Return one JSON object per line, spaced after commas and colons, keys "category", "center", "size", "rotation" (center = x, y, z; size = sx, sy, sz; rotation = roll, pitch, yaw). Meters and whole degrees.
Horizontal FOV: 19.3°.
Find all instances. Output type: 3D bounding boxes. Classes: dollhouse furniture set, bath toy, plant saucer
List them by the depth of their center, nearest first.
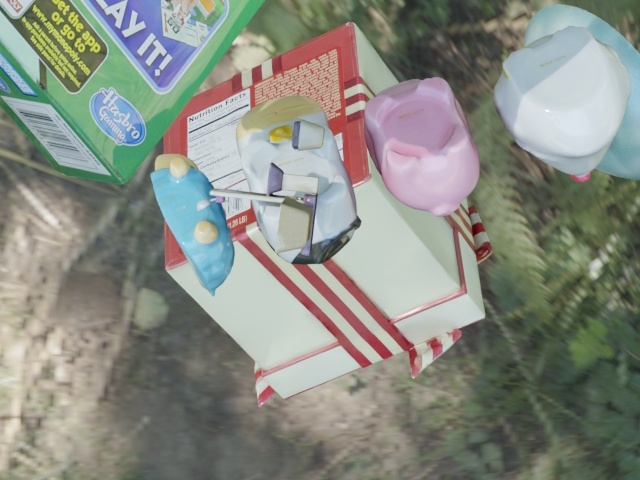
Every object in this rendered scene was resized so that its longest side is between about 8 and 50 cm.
{"category": "dollhouse furniture set", "center": [-0.044, -0.036, 1.248], "size": [0.081, 0.114, 0.091], "rotation": [7, 96, 2]}
{"category": "bath toy", "center": [0.057, -0.060, 1.383], "size": [0.348, 0.129, 0.151], "rotation": [-17, 55, 3]}
{"category": "plant saucer", "center": [0.251, -0.131, 1.795], "size": [0.037, 0.195, 0.195], "rotation": [-35, 77, -23]}

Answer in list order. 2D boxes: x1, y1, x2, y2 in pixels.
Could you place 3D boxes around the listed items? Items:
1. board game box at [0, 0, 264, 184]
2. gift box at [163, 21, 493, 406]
{"category": "board game box", "center": [-0.102, -0.201, 0.606], "size": [0.046, 0.317, 0.213], "rotation": [13, 60, 46]}
{"category": "gift box", "center": [0.000, 0.000, 1.800], "size": [0.255, 0.258, 0.276], "rotation": [-20, 46, 23]}
